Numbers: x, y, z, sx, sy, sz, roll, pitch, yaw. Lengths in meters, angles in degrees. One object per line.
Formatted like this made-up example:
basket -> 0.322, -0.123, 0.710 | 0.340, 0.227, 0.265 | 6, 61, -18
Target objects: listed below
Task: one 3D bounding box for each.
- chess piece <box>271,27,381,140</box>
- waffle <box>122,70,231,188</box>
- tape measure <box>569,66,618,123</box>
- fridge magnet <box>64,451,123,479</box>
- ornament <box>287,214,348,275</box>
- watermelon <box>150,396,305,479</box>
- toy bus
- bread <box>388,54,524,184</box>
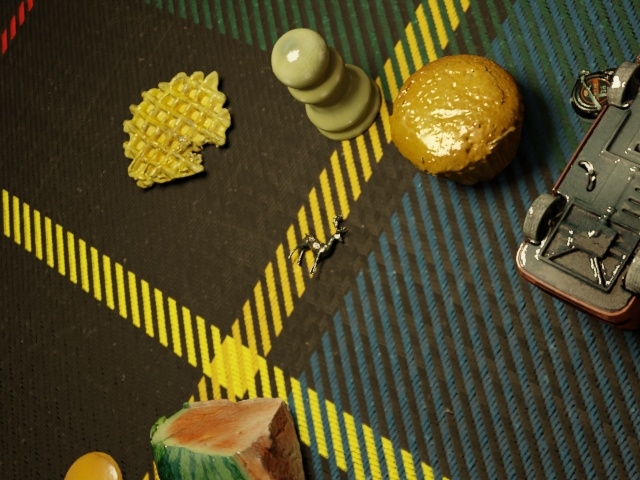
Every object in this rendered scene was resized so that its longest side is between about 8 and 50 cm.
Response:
chess piece -> -0.001, -0.299, 1.653 | 0.144, 0.251, 0.144 | -10, 67, 24
waffle -> -0.305, -0.238, 1.901 | 0.261, 0.056, 0.250 | -15, 65, 24
tape measure -> 0.465, -0.245, 1.516 | 0.091, 0.054, 0.094 | 3, 67, 29
fridge magnet -> -0.426, 0.471, 1.697 | 0.143, 0.063, 0.143 | -10, 68, 25
ornament -> 0.000, 0.000, 1.676 | 0.073, 0.028, 0.125 | 36, 92, 31
watermelon -> -0.180, 0.376, 1.504 | 0.292, 0.222, 0.319 | -15, 59, 22
toy bus -> 0.483, -0.075, 1.347 | 0.203, 0.233, 0.427 | 30, 85, 32
bread -> 0.240, -0.211, 1.566 | 0.239, 0.139, 0.240 | -9, 68, 23
